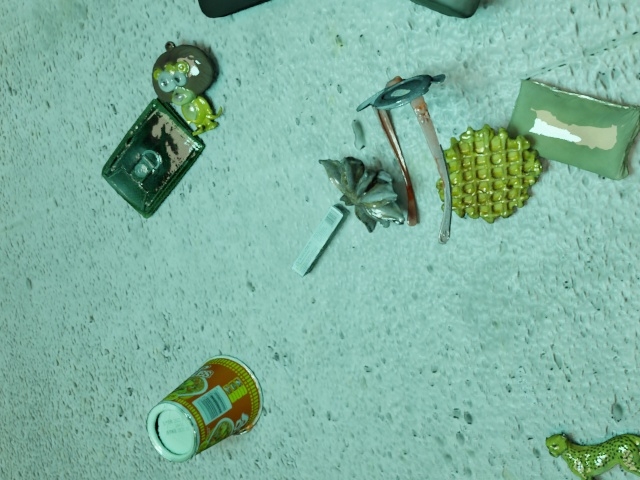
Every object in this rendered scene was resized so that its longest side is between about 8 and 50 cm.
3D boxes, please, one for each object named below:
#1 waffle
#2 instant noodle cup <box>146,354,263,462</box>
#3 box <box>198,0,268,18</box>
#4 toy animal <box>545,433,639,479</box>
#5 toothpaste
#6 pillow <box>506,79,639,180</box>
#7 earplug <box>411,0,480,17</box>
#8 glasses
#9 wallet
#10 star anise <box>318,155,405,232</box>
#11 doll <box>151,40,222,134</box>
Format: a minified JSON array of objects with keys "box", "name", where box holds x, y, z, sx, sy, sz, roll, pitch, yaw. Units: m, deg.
[{"box":[0.280,-0.110,1.101,0.191,0.038,0.191,3,128,4],"name":"waffle"},{"box":[-0.255,0.372,1.405,0.193,0.212,0.193,6,103,25],"name":"instant noodle cup"},{"box":[-0.136,-0.597,1.237,0.288,0.073,0.290,-10,96,28],"name":"box"},{"box":[0.498,0.377,1.120,0.181,0.073,0.136,-28,80,31],"name":"toy animal"},{"box":[0.000,0.000,1.301,0.034,0.046,0.164,38,114,12],"name":"toothpaste"},{"box":[0.409,-0.181,1.062,0.208,0.053,0.119,22,107,24],"name":"pillow"},{"box":[0.170,-0.570,0.968,0.312,0.312,0.394,31,109,18],"name":"earplug"},{"box":[0.170,-0.149,1.115,0.118,0.234,0.268,-27,104,-7],"name":"glasses"},{"box":[-0.375,-0.181,1.449,0.160,0.055,0.236,46,115,4],"name":"wallet"},{"box":[0.076,-0.092,1.203,0.195,0.182,0.065,38,71,1],"name":"star anise"},{"box":[-0.269,-0.317,1.349,0.188,0.096,0.145,50,124,-2],"name":"doll"}]
